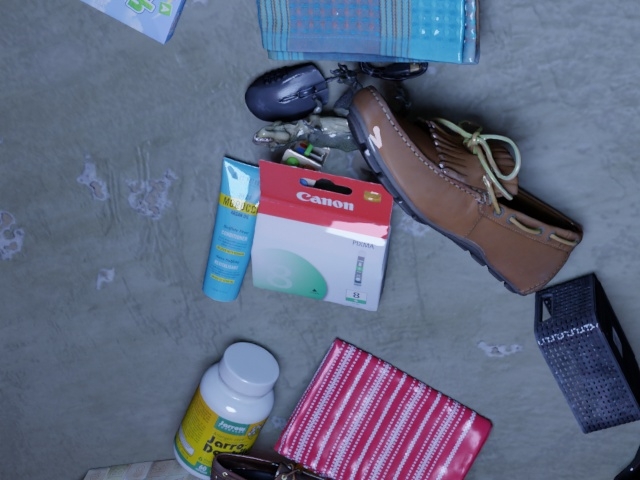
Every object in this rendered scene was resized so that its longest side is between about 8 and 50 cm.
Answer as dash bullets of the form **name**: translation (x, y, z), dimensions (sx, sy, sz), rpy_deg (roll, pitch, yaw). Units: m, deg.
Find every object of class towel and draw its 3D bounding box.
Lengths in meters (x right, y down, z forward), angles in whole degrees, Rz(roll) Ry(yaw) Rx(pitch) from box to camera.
- **towel**: translation (0.095, 0.292, 1.462), dimensions (0.275, 0.031, 0.199), rpy_deg (29, 93, -5)
- **towel**: translation (0.036, -0.369, 1.087), dimensions (0.271, 0.040, 0.370), rpy_deg (6, 123, 21)

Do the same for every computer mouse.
- **computer mouse**: translation (0.016, -0.195, 1.236), dimensions (0.242, 0.041, 0.071), rpy_deg (-13, 115, 19)

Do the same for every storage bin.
- **storage bin**: translation (0.357, 0.150, 1.309), dimensions (0.084, 0.122, 0.180), rpy_deg (-20, 114, 24)

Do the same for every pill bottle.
- **pill bottle**: translation (-0.138, 0.256, 1.493), dimensions (0.117, 0.117, 0.208), rpy_deg (26, 122, -2)

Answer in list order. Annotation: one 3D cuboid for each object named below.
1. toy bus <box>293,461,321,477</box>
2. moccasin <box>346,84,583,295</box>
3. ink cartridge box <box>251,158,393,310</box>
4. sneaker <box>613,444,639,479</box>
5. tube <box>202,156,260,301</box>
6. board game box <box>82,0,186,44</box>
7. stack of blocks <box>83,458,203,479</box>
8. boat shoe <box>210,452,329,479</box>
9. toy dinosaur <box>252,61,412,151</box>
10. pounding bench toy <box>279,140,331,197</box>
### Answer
- **toy bus**: translation (-0.029, 0.458, 1.578), dimensions (0.108, 0.130, 0.332), rpy_deg (22, 122, -1)
- **moccasin**: translation (0.181, -0.069, 1.176), dimensions (0.380, 0.139, 0.147), rpy_deg (36, 109, -28)
- **ink cartridge box**: translation (0.000, 0.000, 1.303), dimensions (0.181, 0.056, 0.224), rpy_deg (12, 146, 7)
- **sneaker**: translation (0.543, 0.326, 1.367), dimensions (0.315, 0.127, 0.182), rpy_deg (-26, 113, 27)
- **tube**: translation (-0.117, -0.014, 1.375), dimensions (0.080, 0.052, 0.207), rpy_deg (14, 116, -6)
- **board game box**: translation (-0.253, -0.360, 1.204), dimensions (0.211, 0.039, 0.160), rpy_deg (27, 122, -4)
- **stack of blocks**: translation (-0.244, 0.459, 1.656), dimensions (0.297, 0.087, 0.171), rpy_deg (-11, 117, 19)
- **boat shoe**: translation (-0.062, 0.357, 1.437), dimensions (0.207, 0.073, 0.073), rpy_deg (6, 114, 8)
- **toy dinosaur**: translation (0.054, -0.148, 1.223), dimensions (0.268, 0.064, 0.118), rpy_deg (7, 136, -9)
- **pounding bench toy**: translation (-0.019, -0.110, 1.279), dimensions (0.052, 0.065, 0.083), rpy_deg (26, 122, -2)
